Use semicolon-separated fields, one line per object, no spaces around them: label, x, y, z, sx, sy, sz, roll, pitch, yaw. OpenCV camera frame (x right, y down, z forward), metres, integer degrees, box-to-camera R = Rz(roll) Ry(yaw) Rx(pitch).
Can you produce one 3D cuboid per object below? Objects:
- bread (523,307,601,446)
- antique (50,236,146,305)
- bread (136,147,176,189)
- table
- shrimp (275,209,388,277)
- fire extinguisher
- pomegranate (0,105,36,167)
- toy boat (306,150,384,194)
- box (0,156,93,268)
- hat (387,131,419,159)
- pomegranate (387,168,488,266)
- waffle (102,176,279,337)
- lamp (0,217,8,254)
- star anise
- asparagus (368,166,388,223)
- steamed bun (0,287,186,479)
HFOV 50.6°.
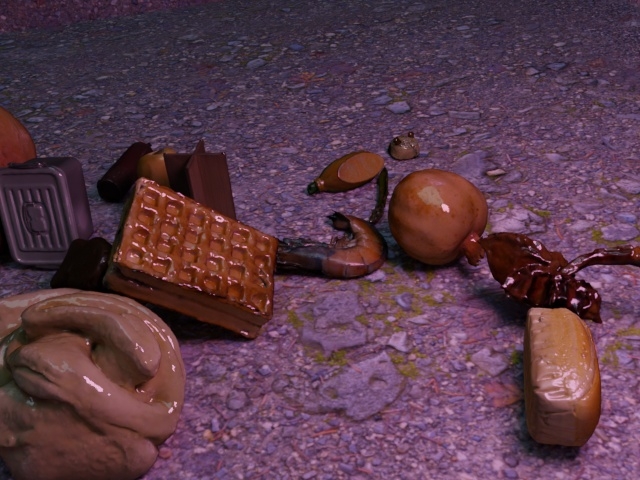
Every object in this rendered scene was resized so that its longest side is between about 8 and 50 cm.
bread;0.375;0.205;1.057;0.106;0.139;0.236;1;35;13
antique;-0.418;0.069;1.319;0.257;0.143;0.121;0;64;49
bread;-0.373;-0.127;1.580;0.085;0.173;0.134;-19;18;-33
table;-0.256;-0.093;1.477;0.167;0.226;0.167;-4;36;3
shrimp;0.000;0.000;1.463;0.291;0.054;0.222;1;36;2
fire extinguisher;-0.507;-0.194;1.793;0.089;0.072;0.267;-30;24;30
pomegranate;-0.830;-0.173;1.610;0.339;0.338;0.338;-3;35;2
toy boat;0.073;-0.170;1.688;0.230;0.088;0.088;-23;2;-26
box;-0.597;-0.072;1.492;0.164;0.243;0.135;-2;24;6
hat;0.223;-0.254;1.800;0.077;0.059;0.076;-11;40;-17
pomegranate;0.240;-0.052;1.388;0.207;0.207;0.207;-3;35;2
waffle;-0.226;0.038;1.249;0.308;0.091;0.212;23;45;-23
lamp;-0.759;0.000;1.491;0.157;0.156;0.134;-26;71;23
star anise;0.452;0.070;1.219;0.347;0.148;0.237;6;5;16
asparagus;0.144;-0.104;1.619;0.034;0.027;0.236;25;37;-7
steamed bun;-0.395;0.205;1.077;0.325;0.230;0.372;-24;42;-21
